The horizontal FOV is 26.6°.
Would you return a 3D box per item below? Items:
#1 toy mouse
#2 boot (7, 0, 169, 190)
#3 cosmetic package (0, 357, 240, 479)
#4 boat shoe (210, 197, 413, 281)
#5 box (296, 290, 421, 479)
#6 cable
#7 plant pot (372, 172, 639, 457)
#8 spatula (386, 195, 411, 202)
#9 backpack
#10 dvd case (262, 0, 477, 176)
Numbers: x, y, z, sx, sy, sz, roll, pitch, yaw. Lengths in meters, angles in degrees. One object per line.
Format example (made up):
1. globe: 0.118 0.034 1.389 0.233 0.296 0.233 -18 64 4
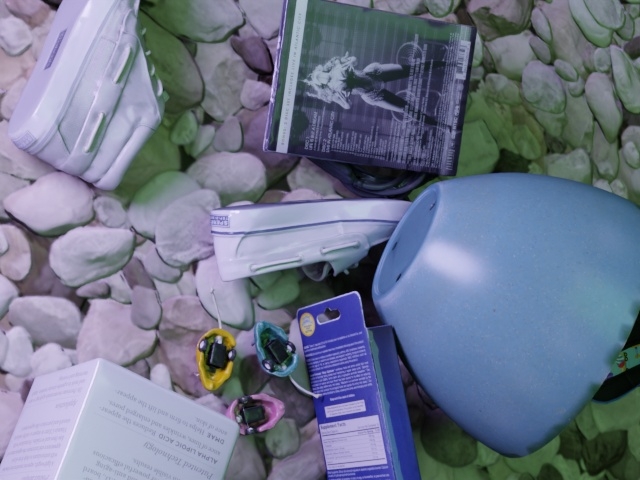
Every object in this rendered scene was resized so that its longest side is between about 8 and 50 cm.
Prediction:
1. toy mouse: -0.065 0.141 1.364 0.143 0.031 0.161 16 70 -29
2. boot: -0.200 -0.177 1.327 0.123 0.095 0.258 32 71 -30
3. cosmetic package: -0.192 0.222 1.190 0.151 0.151 0.184 29 65 -25
4. boat shoe: 0.000 0.000 1.416 0.258 0.095 0.084 -4 95 -29
5. box: 0.039 0.168 1.361 0.036 0.136 0.225 -8 83 -30
6. cable: 0.061 -0.127 1.476 0.184 0.047 0.151 31 84 -20
7. plant pot: 0.168 0.046 1.365 0.195 0.290 0.290 28 64 -12
8. spatula: 0.145 0.076 1.518 0.084 0.030 0.297 -26 93 -36
9. backpack: 0.314 0.111 1.567 0.173 0.117 0.158 -26 94 -35
10. dvd case: 0.055 -0.162 1.435 0.221 0.018 0.165 6 94 -22
